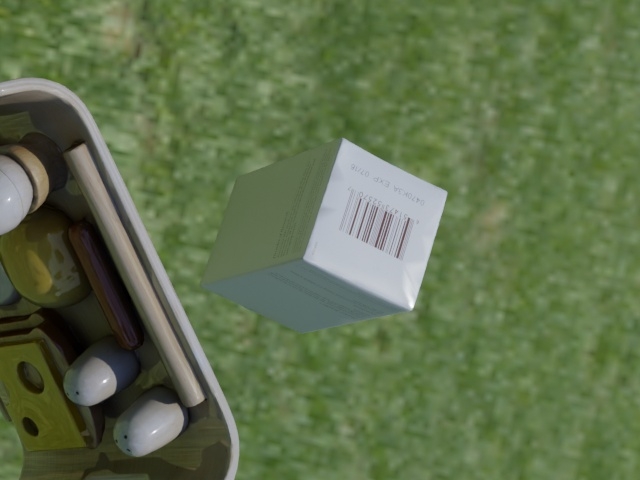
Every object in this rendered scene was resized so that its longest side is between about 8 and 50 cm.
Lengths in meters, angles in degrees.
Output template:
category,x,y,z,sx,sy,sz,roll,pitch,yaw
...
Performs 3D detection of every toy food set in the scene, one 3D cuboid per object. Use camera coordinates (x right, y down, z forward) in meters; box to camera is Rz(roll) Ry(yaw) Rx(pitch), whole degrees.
category,x,y,z,sx,sy,sz,roll,pitch,yaw
toy food set,-0.201,0.049,1.266,0.092,0.220,0.306,-37,109,-43

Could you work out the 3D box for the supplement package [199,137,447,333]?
category,x,y,z,sx,sy,sz,roll,pitch,yaw
supplement package,0.000,0.000,1.542,0.105,0.179,0.105,25,70,-24
